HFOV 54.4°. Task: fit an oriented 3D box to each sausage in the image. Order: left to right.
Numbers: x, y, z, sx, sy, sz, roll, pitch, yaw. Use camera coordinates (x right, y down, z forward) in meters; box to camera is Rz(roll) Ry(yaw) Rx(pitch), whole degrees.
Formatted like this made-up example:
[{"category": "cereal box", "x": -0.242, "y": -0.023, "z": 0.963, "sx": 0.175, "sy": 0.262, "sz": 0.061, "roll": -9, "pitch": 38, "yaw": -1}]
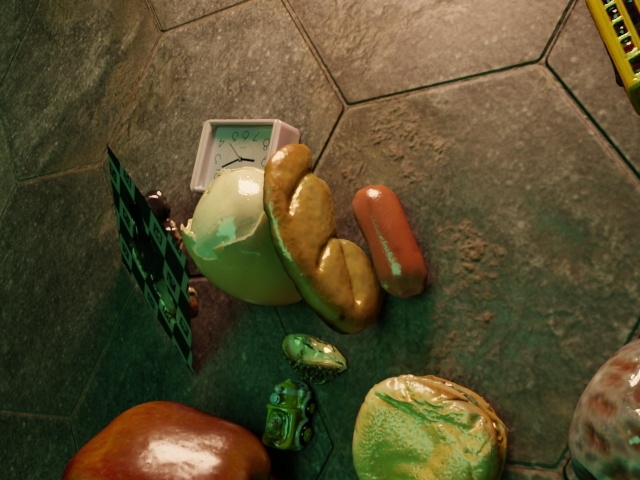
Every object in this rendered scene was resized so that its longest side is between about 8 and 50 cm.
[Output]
[{"category": "sausage", "x": 0.106, "y": -0.002, "z": 0.959, "sx": 0.077, "sy": 0.077, "sz": 0.194, "roll": -30, "pitch": 63, "yaw": 24}]

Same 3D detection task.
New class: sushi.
[{"category": "sushi", "x": -0.286, "y": 0.025, "z": 1.155, "sx": 0.339, "sy": 0.068, "sz": 0.320, "roll": 47, "pitch": 145, "yaw": 34}]

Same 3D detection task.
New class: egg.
[{"category": "egg", "x": -0.103, "y": 0.001, "z": 1.010, "sx": 0.201, "sy": 0.244, "sz": 0.201, "roll": -38, "pitch": 17, "yaw": 14}]

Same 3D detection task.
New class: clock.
[{"category": "clock", "x": -0.143, "y": -0.150, "z": 1.164, "sx": 0.197, "sy": 0.063, "sz": 0.150, "roll": 8, "pitch": 84, "yaw": 35}]

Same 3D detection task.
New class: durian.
[{"category": "durian", "x": -0.015, "y": 0.197, "z": 1.021, "sx": 0.130, "sy": 0.052, "sz": 0.066, "roll": 21, "pitch": 53, "yaw": 32}]

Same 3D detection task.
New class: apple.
[{"category": "apple", "x": -0.229, "y": 0.393, "z": 0.948, "sx": 0.316, "sy": 0.288, "sz": 0.288, "roll": 5, "pitch": 81, "yaw": 9}]

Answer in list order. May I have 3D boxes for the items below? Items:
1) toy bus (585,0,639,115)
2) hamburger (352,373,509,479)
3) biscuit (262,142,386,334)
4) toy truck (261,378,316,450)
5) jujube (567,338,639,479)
[{"category": "toy bus", "x": 0.407, "y": -0.337, "z": 0.796, "sx": 0.151, "sy": 0.145, "sz": 0.331, "roll": -24, "pitch": 67, "yaw": 28}, {"category": "hamburger", "x": 0.143, "y": 0.283, "z": 0.844, "sx": 0.213, "sy": 0.108, "sz": 0.214, "roll": -9, "pitch": 74, "yaw": 33}, {"category": "biscuit", "x": -0.003, "y": 0.000, "z": 0.927, "sx": 0.045, "sy": 0.154, "sz": 0.299, "roll": -28, "pitch": 93, "yaw": 45}, {"category": "toy truck", "x": -0.058, "y": 0.277, "z": 0.996, "sx": 0.076, "sy": 0.077, "sz": 0.111, "roll": 2, "pitch": 80, "yaw": 33}, {"category": "jujube", "x": 0.407, "y": 0.243, "z": 0.599, "sx": 0.215, "sy": 0.247, "sz": 0.308, "roll": -33, "pitch": 37, "yaw": -26}]
